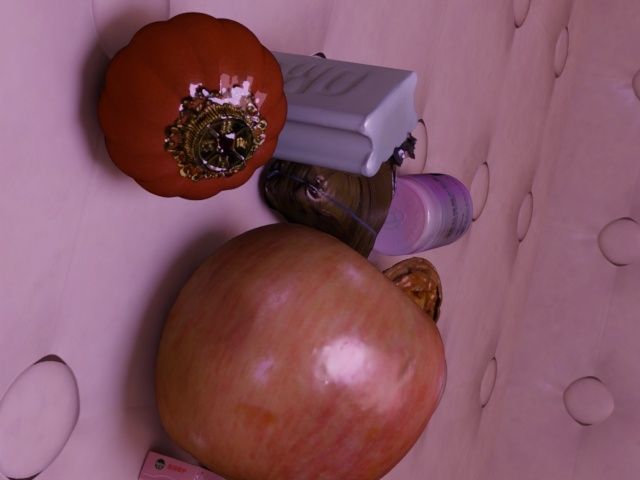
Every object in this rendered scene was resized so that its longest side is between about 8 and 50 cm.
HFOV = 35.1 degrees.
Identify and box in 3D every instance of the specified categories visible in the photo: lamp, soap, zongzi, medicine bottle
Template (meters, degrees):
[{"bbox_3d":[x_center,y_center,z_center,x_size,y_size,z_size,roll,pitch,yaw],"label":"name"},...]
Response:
[{"bbox_3d":[-0.146,-0.152,1.166,0.223,0.196,0.223,-15,127,-22],"label":"lamp"},{"bbox_3d":[-0.023,-0.174,1.323,0.160,0.265,0.087,-48,142,-47],"label":"soap"},{"bbox_3d":[0.000,0.000,1.629,0.286,0.138,0.300,-10,120,-59],"label":"zongzi"},{"bbox_3d":[0.184,-0.053,1.944,0.254,0.152,0.152,-11,111,-64],"label":"medicine bottle"}]

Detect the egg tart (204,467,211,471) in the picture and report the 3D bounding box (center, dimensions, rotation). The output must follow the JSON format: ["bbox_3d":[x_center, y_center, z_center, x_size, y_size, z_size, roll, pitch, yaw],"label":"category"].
[{"bbox_3d":[-0.082,0.380,1.550,0.202,0.203,0.147,-60,141,-32],"label":"egg tart"}]

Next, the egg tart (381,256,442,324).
[{"bbox_3d":[0.119,0.160,1.956,0.297,0.132,0.297,-32,135,-38],"label":"egg tart"}]

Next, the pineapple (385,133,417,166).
[{"bbox_3d":[0.029,-0.167,1.461,0.125,0.251,0.125,-30,129,-45],"label":"pineapple"}]

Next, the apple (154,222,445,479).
[{"bbox_3d":[-0.031,0.173,1.351,0.346,0.391,0.391,-56,150,-11],"label":"apple"}]

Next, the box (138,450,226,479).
[{"bbox_3d":[-0.185,0.337,1.426,0.125,0.089,0.043,48,58,-62],"label":"box"}]
